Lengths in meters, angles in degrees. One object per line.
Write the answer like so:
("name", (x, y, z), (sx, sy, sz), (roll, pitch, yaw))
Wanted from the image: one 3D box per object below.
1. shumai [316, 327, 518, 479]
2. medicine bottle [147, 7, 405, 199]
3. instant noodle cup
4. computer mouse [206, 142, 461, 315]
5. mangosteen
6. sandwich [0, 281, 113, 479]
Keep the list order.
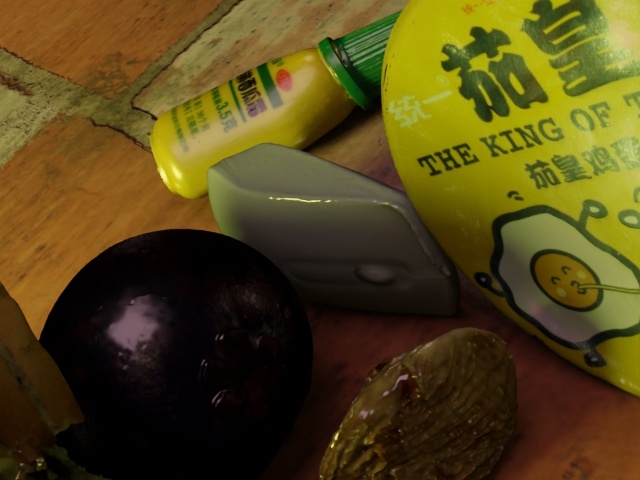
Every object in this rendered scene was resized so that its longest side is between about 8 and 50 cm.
("shumai", (0.049, 0.114, 0.671), (0.105, 0.123, 0.139), (10, 69, 48))
("medicine bottle", (-0.005, -0.134, 0.959), (0.309, 0.076, 0.111), (-25, 44, 4))
("instant noodle cup", (0.235, -0.093, 0.636), (0.325, 0.325, 0.254), (16, 50, 38))
("computer mouse", (0.000, 0.000, 0.797), (0.231, 0.128, 0.079), (19, 61, 44))
("mangosteen", (-0.111, 0.091, 0.745), (0.230, 0.194, 0.194), (-17, 37, 52))
("sandwich", (-0.215, 0.129, 0.645), (0.249, 0.273, 0.095), (4, 36, 48))
